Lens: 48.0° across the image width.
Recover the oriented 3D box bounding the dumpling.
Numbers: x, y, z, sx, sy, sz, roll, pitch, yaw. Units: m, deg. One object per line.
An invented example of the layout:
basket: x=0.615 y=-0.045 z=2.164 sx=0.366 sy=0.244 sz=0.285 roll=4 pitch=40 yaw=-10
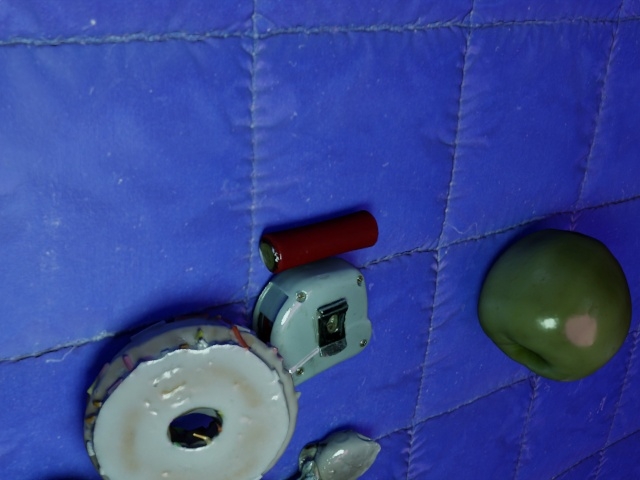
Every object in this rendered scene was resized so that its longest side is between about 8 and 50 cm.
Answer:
dumpling: x=0.043 y=0.510 z=1.665 sx=0.176 sy=0.092 sz=0.150 roll=-15 pitch=118 yaw=-29

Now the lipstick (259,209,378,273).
lipstick: x=0.000 y=0.000 z=1.383 sx=0.241 sy=0.080 sz=0.080 roll=-15 pitch=121 yaw=-31

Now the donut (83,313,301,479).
donut: x=-0.230 y=0.301 z=1.281 sx=0.382 sy=0.142 sz=0.383 roll=-7 pitch=112 yaw=-17

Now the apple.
apple: x=0.567 y=0.153 z=1.720 sx=0.357 sy=0.357 sz=0.357 roll=-17 pitch=122 yaw=-30

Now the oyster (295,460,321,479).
oyster: x=-0.085 y=0.627 z=1.616 sx=0.199 sy=0.087 sz=0.252 roll=-29 pitch=150 yaw=-34

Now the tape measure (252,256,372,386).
tape measure: x=-0.016 y=0.165 z=1.424 sx=0.243 sy=0.125 sz=0.246 roll=-23 pitch=125 yaw=-27
